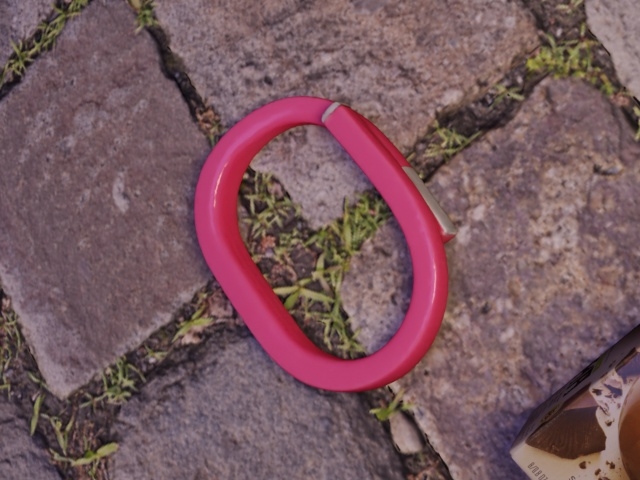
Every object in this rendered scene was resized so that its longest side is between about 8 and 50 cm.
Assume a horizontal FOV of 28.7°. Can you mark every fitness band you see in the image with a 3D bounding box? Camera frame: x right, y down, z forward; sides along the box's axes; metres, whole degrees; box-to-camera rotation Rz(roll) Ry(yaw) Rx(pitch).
[{"bbox_3d":[0.000,0.000,1.133,0.209,0.054,0.291,-44,66,19],"label":"fitness band"}]

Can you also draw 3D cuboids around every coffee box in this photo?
[{"bbox_3d":[0.306,0.110,0.894,0.297,0.119,0.168,-44,83,19],"label":"coffee box"}]
